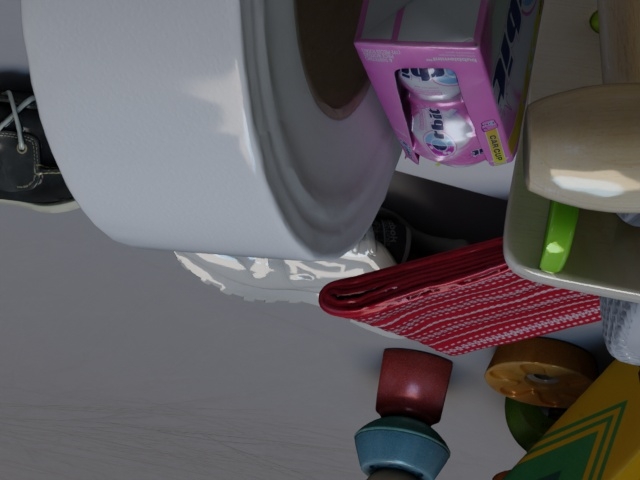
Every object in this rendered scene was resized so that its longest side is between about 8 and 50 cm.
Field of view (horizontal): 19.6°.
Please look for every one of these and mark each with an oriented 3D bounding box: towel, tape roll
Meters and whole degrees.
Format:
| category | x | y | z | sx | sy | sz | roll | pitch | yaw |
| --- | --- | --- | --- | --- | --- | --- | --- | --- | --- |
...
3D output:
| category | x | y | z | sx | sy | sz | roll | pitch | yaw |
| --- | --- | --- | --- | --- | --- | --- | --- | --- | --- |
| towel | 0.135 | 0.042 | 1.328 | 0.199 | 0.031 | 0.275 | -15 | 164 | 20 |
| tape roll | -0.033 | -0.133 | 0.863 | 0.100 | 0.286 | 0.286 | 5 | 155 | 19 |

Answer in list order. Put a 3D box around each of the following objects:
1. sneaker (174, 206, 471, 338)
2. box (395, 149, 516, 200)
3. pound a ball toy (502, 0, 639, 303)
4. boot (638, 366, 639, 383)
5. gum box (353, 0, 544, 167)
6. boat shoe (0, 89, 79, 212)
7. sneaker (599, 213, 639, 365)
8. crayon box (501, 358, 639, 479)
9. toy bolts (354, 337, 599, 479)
| category | x | y | z | sx | sy | sz | roll | pitch | yaw |
| --- | --- | --- | --- | --- | --- | --- | --- | --- | --- |
| sneaker | 0.000 | 0.000 | 1.396 | 0.235 | 0.090 | 0.095 | 14 | 150 | -21 |
| box | 0.112 | -0.101 | 1.139 | 0.322 | 0.058 | 0.232 | 14 | 156 | -8 |
| pound a ball toy | 0.163 | -0.113 | 0.768 | 0.136 | 0.319 | 0.208 | 10 | 155 | 5 |
| boot | 0.396 | 0.039 | 1.277 | 0.223 | 0.118 | 0.338 | 10 | 155 | -25 |
| gum box | 0.072 | -0.137 | 0.918 | 0.062 | 0.188 | 0.107 | 4 | 154 | 19 |
| boat shoe | -0.215 | -0.071 | 1.329 | 0.233 | 0.084 | 0.079 | -2 | 153 | 34 |
| sneaker | 0.295 | -0.046 | 0.983 | 0.210 | 0.137 | 0.365 | 14 | 132 | -10 |
| crayon box | 0.259 | 0.212 | 1.556 | 0.083 | 0.323 | 0.203 | 44 | 180 | 41 |
| toy bolts | 0.139 | 0.190 | 1.635 | 0.229 | 0.158 | 0.218 | 8 | 156 | 9 |
